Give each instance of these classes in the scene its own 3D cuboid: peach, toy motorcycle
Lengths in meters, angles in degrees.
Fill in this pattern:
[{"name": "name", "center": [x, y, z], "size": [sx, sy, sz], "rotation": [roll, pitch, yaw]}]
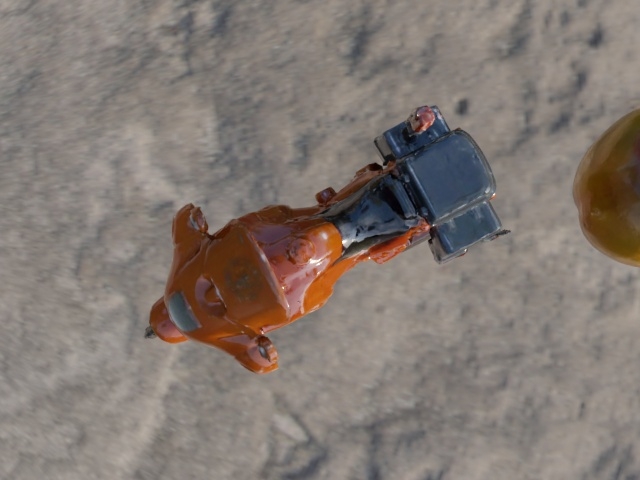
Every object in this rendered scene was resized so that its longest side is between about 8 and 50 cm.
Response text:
[{"name": "peach", "center": [0.283, -0.043, 1.381], "size": [0.138, 0.138, 0.138], "rotation": [-1, 92, -22]}, {"name": "toy motorcycle", "center": [0.000, 0.000, 1.307], "size": [0.325, 0.221, 0.148], "rotation": [-28, 89, -8]}]
